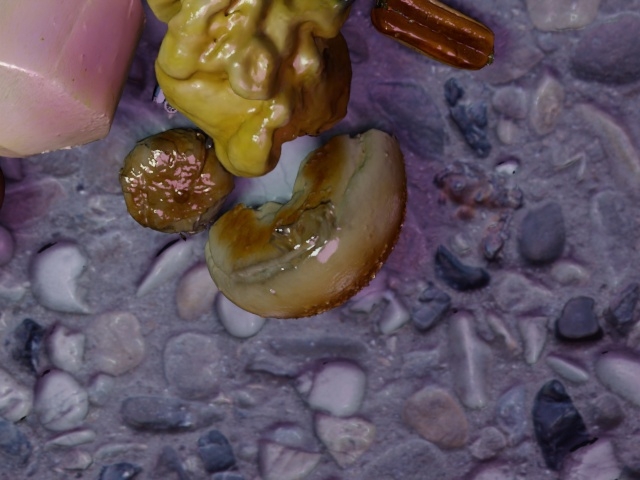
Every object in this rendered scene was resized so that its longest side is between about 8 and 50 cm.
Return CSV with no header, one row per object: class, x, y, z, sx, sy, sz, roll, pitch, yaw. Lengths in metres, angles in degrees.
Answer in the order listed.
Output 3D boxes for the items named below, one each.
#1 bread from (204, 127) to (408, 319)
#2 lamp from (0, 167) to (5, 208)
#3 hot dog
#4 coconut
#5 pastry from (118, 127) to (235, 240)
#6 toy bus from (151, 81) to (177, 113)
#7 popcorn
bread,0.004,0.000,1.737,0.314,0.192,0.171,-39,125,11
lamp,-0.551,-0.053,1.640,0.305,0.240,0.305,-2,117,-4
hot dog,0.142,-0.276,1.697,0.188,0.055,0.072,24,108,-15
coconut,-0.345,-0.215,1.569,0.233,0.233,0.245,25,75,-16
pastry,-0.192,-0.078,1.750,0.153,0.081,0.153,1,114,3
toy bus,-0.150,-0.194,1.708,0.123,0.060,0.075,19,109,-11
popcorn,-0.067,-0.256,1.554,0.281,0.297,0.316,-8,125,37
